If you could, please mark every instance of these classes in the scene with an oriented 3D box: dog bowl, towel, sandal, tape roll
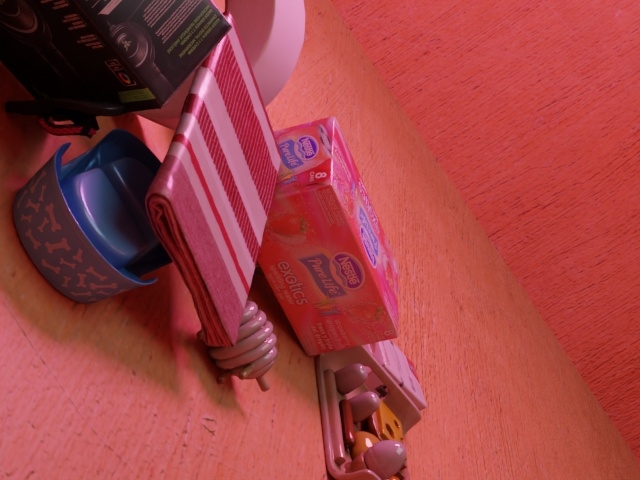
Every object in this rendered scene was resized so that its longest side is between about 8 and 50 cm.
[{"bbox_3d":[-0.227,-0.023,1.310,0.166,0.074,0.297,58,16,-4],"label":"dog bowl"},{"bbox_3d":[-0.115,-0.074,1.395,0.329,0.037,0.237,-78,158,-45],"label":"towel"},{"bbox_3d":[-0.263,-0.126,1.274,0.067,0.179,0.040,-1,94,-45],"label":"sandal"},{"bbox_3d":[-0.167,-0.286,1.599,0.286,0.286,0.100,64,17,17],"label":"tape roll"}]

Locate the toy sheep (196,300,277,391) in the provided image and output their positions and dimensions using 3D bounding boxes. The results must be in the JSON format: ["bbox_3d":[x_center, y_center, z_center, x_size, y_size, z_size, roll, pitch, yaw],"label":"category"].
[{"bbox_3d":[-0.093,0.121,1.444,0.091,0.091,0.132,-68,140,-71],"label":"toy sheep"}]

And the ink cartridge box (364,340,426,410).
[{"bbox_3d":[0.103,0.208,1.938,0.135,0.056,0.099,47,19,-38],"label":"ink cartridge box"}]

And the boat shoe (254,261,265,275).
[{"bbox_3d":[-0.090,0.023,1.715,0.153,0.048,0.056,-1,78,-76],"label":"boat shoe"}]

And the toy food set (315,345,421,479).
[{"bbox_3d":[0.098,0.284,1.710,0.220,0.092,0.306,50,18,-29],"label":"toy food set"}]

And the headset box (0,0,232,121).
[{"bbox_3d":[-0.266,-0.261,1.292,0.283,0.246,0.131,51,61,-29],"label":"headset box"}]

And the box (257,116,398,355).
[{"bbox_3d":[0.000,0.000,1.689,0.154,0.142,0.300,-86,158,-48],"label":"box"}]
